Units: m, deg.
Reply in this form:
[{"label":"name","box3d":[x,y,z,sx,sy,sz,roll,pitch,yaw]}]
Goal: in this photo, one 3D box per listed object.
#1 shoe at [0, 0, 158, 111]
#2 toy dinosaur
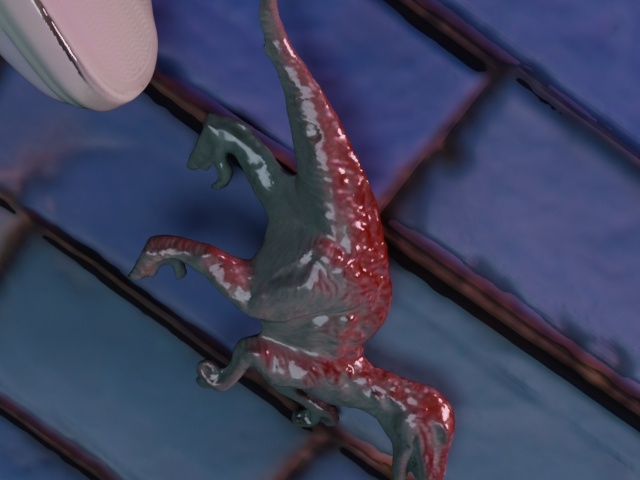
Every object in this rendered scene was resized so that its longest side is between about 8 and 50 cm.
[{"label":"shoe","box3d":[-0.175,-0.161,0.666,0.110,0.095,0.265,-23,103,31]},{"label":"toy dinosaur","box3d":[0.000,0.000,0.717,0.167,0.053,0.242,16,120,6]}]
